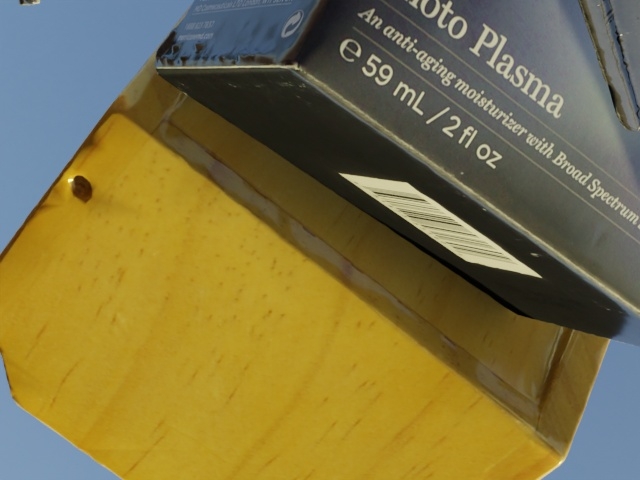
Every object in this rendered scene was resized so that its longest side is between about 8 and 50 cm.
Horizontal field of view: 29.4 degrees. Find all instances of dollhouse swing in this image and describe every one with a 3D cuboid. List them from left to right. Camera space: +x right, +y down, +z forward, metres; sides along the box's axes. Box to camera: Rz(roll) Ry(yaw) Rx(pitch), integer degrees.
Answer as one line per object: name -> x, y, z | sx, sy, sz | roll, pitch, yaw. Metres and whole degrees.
dollhouse swing -> 0.000, 0.000, 0.875 | 0.347, 0.305, 0.315 | 37, -56, -11

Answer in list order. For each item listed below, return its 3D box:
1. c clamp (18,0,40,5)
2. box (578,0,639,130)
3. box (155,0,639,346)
c clamp -> -0.172, -0.206, 0.668 | 0.137, 0.022, 0.160 | -162, -117, -71
box -> 0.193, -0.123, 0.260 | 0.295, 0.293, 0.073 | -8, -108, 17
box -> 0.125, -0.138, 0.655 | 0.296, 0.294, 0.183 | 32, -9, -27
